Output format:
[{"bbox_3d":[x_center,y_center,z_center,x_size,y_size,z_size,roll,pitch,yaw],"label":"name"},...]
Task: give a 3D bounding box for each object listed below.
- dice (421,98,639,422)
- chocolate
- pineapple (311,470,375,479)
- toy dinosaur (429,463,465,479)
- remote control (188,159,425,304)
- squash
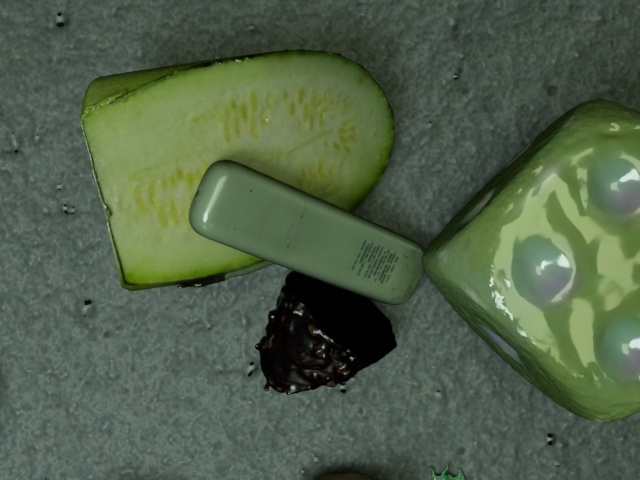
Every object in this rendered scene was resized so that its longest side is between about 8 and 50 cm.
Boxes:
[{"bbox_3d":[0.276,0.022,0.768,0.250,0.254,0.252,-45,90,-3],"label":"dice"},{"bbox_3d":[-0.014,0.121,0.831,0.156,0.156,0.133,42,114,-1],"label":"chocolate"},{"bbox_3d":[0.026,0.435,0.810,0.170,0.141,0.310,-7,97,-31],"label":"pineapple"},{"bbox_3d":[0.146,0.315,0.873,0.062,0.021,0.083,8,87,-15],"label":"toy dinosaur"},{"bbox_3d":[-0.001,0.001,0.791,0.309,0.038,0.090,21,95,-33],"label":"remote control"},{"bbox_3d":[-0.064,-0.087,0.782,0.308,0.210,0.234,-6,111,2],"label":"squash"}]
